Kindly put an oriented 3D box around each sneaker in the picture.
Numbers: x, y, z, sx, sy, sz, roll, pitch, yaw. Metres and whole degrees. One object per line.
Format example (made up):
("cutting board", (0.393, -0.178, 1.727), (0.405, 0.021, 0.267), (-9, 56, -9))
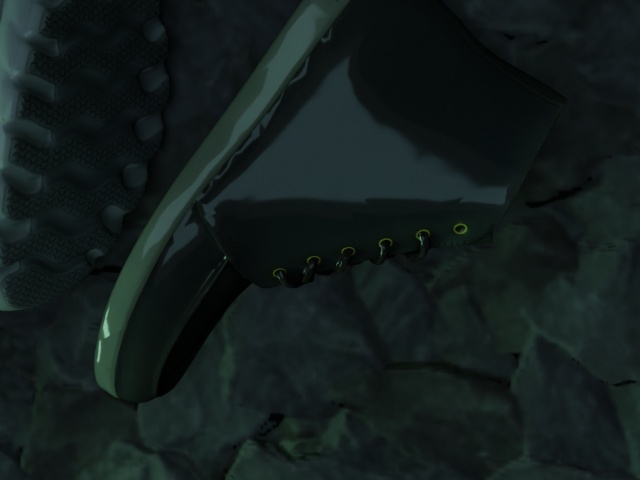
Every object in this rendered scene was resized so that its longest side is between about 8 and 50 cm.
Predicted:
("sneaker", (-0.138, -0.111, 0.494), (0.115, 0.105, 0.281), (5, 95, 27))
("sneaker", (0.000, 0.000, 0.478), (0.118, 0.083, 0.222), (35, 103, 3))
